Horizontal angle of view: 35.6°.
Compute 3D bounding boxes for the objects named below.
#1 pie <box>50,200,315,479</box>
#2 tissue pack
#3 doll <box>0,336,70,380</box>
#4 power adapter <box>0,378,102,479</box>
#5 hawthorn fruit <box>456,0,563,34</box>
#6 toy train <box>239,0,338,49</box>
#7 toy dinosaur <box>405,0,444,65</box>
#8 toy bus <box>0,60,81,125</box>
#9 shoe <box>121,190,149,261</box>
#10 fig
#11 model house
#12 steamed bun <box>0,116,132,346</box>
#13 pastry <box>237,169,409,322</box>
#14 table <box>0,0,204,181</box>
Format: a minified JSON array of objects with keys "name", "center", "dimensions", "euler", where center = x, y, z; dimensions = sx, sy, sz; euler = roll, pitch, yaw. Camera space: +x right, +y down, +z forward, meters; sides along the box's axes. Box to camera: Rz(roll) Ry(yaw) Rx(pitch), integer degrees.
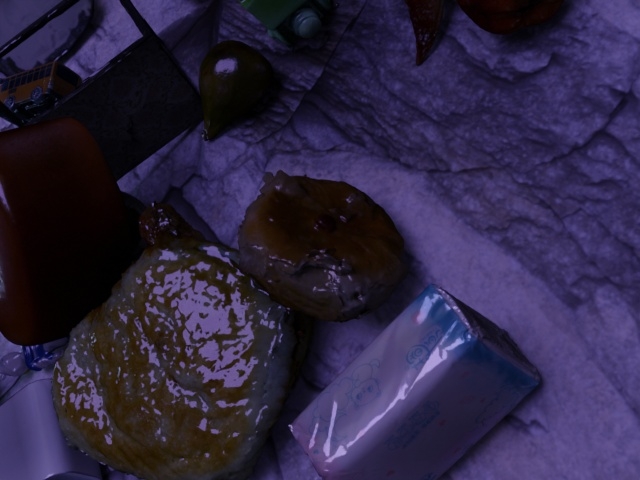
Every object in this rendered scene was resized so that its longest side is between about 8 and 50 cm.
[{"name":"pie","center":[-0.209,0.194,1.534],"dimensions":[0.395,0.180,0.418],"euler":[29,92,28]},{"name":"tissue pack","center":[0.123,0.205,1.266],"dimensions":[0.271,0.201,0.124],"euler":[-46,43,11]},{"name":"doll","center":[-0.513,0.190,1.846],"dimensions":[0.227,0.057,0.114],"euler":[-32,60,11]},{"name":"power adapter","center":[-0.470,0.388,1.675],"dimensions":[0.187,0.124,0.255],"euler":[-37,52,19]},{"name":"hawthorn fruit","center":[0.277,-0.398,1.458],"dimensions":[0.174,0.173,0.179],"euler":[-4,69,36]},{"name":"toy train","center":[-0.085,-0.459,1.735],"dimensions":[0.132,0.188,0.243],"euler":[-38,51,16]},{"name":"toy dinosaur","center":[0.115,-0.457,1.660],"dimensions":[0.207,0.113,0.327],"euler":[-40,58,-18]},{"name":"toy bus","center":[-0.605,-0.312,2.119],"dimensions":[0.182,0.091,0.103],"euler":[-9,64,32]},{"name":"shoe","center":[-0.348,-0.027,1.795],"dimensions":[0.275,0.098,0.103],"euler":[28,84,42]},{"name":"fig","center":[-0.170,-0.264,1.754],"dimensions":[0.133,0.126,0.185],"euler":[40,92,28]},{"name":"model house","center":[-0.642,-0.538,2.224],"dimensions":[0.271,0.190,0.300],"euler":[-44,35,17]},{"name":"steamed bun","center":[-0.443,0.002,1.644],"dimensions":[0.248,0.235,0.379],"euler":[33,132,44]},{"name":"pastry","center":[0.006,0.001,1.428],"dimensions":[0.257,0.120,0.235],"euler":[24,40,8]},{"name":"table","center":[-0.437,-0.279,1.848],"dimensions":[0.335,0.222,0.272],"euler":[-36,51,1]}]
